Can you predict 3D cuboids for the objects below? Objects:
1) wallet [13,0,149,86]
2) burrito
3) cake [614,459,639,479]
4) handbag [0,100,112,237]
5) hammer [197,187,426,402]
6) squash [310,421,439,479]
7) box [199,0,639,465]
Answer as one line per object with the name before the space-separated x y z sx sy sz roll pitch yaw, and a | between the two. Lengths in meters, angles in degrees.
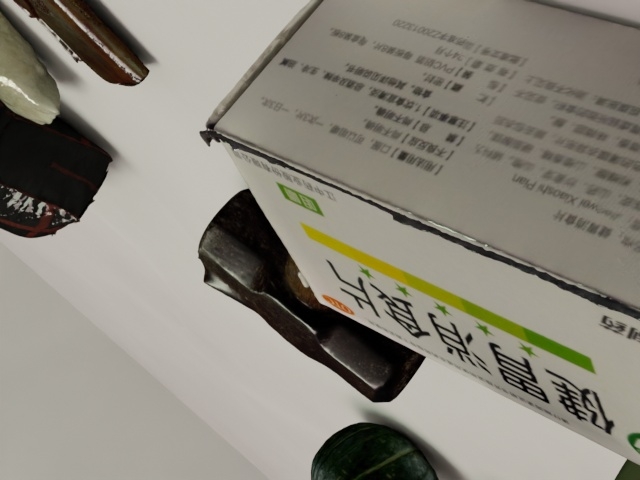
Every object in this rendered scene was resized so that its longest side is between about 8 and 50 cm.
wallet | -0.261 -0.233 1.023 0.255 0.031 0.137 47 162 -23
burrito | -0.420 -0.269 1.195 0.392 0.076 0.117 45 164 -20
cake | 0.280 0.197 0.732 0.158 0.172 0.283 35 161 9
handbag | -0.362 -0.085 1.419 0.169 0.155 0.215 31 166 -19
hammer | 0.000 0.000 0.969 0.242 0.095 0.409 37 161 11
squash | 0.076 0.352 1.570 0.218 0.172 0.218 36 161 15
box | 0.113 -0.010 0.590 0.333 0.145 0.173 25 157 39
